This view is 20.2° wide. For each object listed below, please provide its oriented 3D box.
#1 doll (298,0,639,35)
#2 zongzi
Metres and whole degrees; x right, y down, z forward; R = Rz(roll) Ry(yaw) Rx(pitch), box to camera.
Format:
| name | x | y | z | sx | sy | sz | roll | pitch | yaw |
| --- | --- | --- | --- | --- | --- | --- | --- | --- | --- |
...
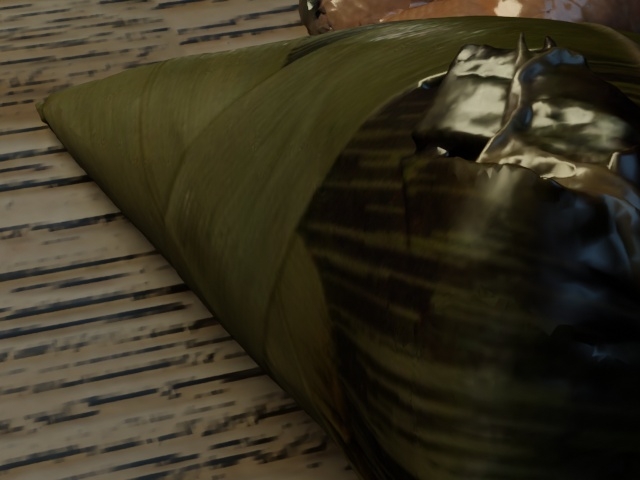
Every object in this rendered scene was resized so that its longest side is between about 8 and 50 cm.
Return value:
| name | x | y | z | sx | sy | sz | roll | pitch | yaw |
| --- | --- | --- | --- | --- | --- | --- | --- | --- | --- |
| doll | 0.146 | -0.121 | 0.740 | 0.303 | 0.156 | 0.201 | -27 | 60 | 2 |
| zongzi | 0.000 | 0.000 | 0.506 | 0.317 | 0.154 | 0.289 | 13 | 3 | 16 |
